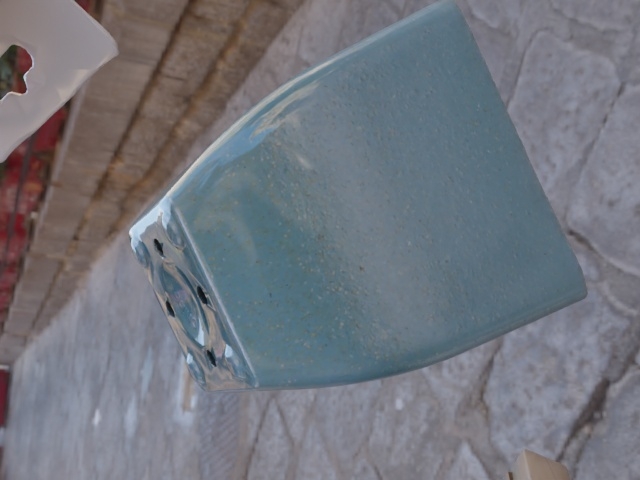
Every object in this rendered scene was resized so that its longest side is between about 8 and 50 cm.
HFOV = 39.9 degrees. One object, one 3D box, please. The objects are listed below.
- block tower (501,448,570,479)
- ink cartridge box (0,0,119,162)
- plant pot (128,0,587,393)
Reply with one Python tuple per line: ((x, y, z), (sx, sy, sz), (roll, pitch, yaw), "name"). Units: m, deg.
((0.088, 0.294, 0.527), (0.091, 0.097, 0.336), (-80, 13, -69), "block tower")
((-0.303, -0.137, 0.434), (0.207, 0.353, 0.119), (-24, 35, 48), "ink cartridge box")
((0.000, 0.000, 0.696), (0.248, 0.252, 0.247), (65, 154, -1), "plant pot")
